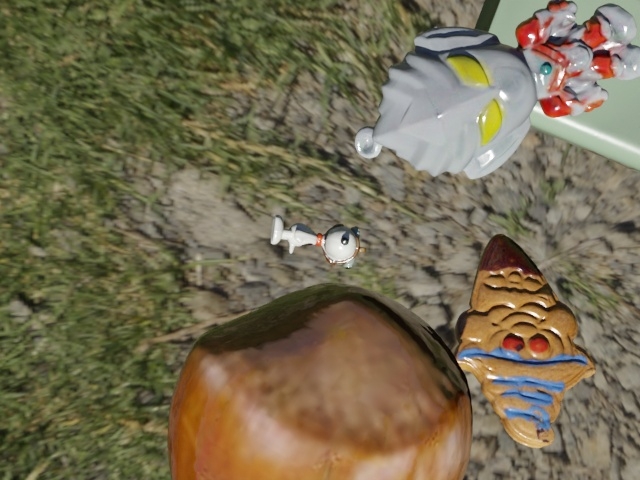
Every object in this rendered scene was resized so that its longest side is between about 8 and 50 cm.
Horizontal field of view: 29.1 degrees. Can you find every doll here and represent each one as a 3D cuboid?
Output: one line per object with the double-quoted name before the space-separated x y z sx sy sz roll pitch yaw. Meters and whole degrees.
"doll" 0.103 -0.091 0.736 0.180 0.079 0.094 -21 98 6
"doll" -0.003 0.000 1.117 0.085 0.058 0.040 7 82 10

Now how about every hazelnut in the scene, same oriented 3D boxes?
"hazelnut" 0.000 0.214 1.326 0.315 0.372 0.373 23 94 37

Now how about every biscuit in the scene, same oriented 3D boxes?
"biscuit" 0.251 0.120 1.549 0.183 0.043 0.280 0 70 -14

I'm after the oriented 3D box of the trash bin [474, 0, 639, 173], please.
"trash bin" 0.358 -0.212 1.521 0.343 0.158 0.223 20 97 -3
